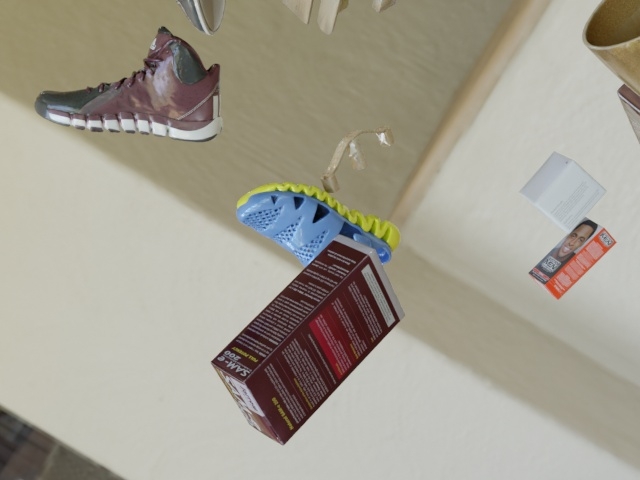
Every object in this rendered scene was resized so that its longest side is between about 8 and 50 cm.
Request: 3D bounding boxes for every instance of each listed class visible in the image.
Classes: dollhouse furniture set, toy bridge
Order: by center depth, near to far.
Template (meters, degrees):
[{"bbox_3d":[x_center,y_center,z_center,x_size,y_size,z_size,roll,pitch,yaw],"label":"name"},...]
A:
[{"bbox_3d":[0.052,-0.383,1.762,0.151,0.144,0.123,-35,-20,-26],"label":"dollhouse furniture set"},{"bbox_3d":[0.059,-0.153,2.056,0.026,0.063,0.188,4,34,43],"label":"toy bridge"}]

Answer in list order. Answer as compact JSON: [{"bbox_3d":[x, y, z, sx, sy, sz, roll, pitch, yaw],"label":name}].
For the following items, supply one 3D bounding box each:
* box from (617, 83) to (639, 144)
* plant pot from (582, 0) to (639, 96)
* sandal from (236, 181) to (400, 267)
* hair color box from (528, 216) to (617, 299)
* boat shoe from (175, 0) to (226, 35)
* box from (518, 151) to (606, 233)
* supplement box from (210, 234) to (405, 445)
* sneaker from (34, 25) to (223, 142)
[{"bbox_3d":[0.603,-0.172,1.878,0.143,0.191,0.381,-48,-21,9],"label":"box"},{"bbox_3d":[0.520,-0.242,1.575,0.237,0.254,0.237,-37,20,16],"label":"plant pot"},{"bbox_3d":[0.000,0.000,2.024,0.126,0.317,0.138,-33,43,53],"label":"sandal"},{"bbox_3d":[0.431,0.030,2.036,0.141,0.043,0.072,-44,23,0],"label":"hair color box"},{"bbox_3d":[-0.235,-0.498,1.995,0.335,0.096,0.112,79,-148,-46],"label":"boat shoe"},{"bbox_3d":[0.418,-0.084,2.057,0.101,0.087,0.102,-49,16,5],"label":"box"},{"bbox_3d":[-0.011,0.122,1.482,0.239,0.073,0.130,-45,-48,-22],"label":"supplement box"},{"bbox_3d":[-0.280,-0.245,1.778,0.106,0.281,0.162,-111,28,-71],"label":"sneaker"}]
